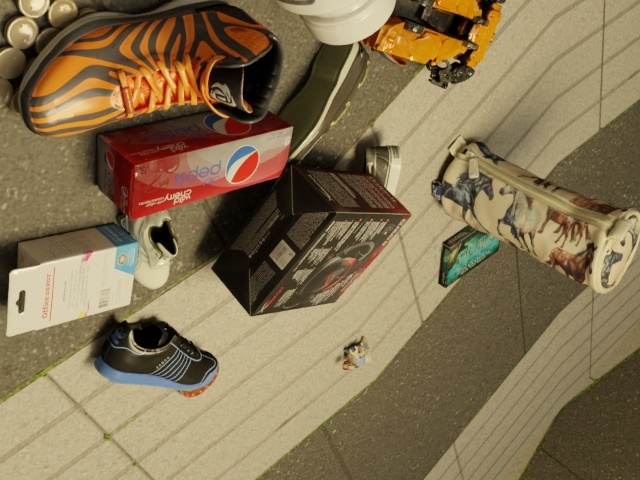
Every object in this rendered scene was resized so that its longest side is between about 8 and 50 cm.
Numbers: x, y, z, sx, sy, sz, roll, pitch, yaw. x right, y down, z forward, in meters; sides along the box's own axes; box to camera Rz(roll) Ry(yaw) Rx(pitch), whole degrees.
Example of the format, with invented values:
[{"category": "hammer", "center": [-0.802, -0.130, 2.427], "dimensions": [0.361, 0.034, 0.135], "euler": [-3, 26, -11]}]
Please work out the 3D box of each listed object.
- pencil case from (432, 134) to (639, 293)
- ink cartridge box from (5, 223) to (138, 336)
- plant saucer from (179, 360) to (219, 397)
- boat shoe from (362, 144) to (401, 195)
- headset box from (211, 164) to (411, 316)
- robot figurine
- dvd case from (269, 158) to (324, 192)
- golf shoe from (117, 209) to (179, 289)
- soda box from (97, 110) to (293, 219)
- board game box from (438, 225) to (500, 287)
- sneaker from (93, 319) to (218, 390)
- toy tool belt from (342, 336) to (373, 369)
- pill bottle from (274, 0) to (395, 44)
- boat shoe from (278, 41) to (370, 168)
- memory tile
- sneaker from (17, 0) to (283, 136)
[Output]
[{"category": "pencil case", "center": [0.408, -0.053, 1.595], "dimensions": [0.160, 0.410, 0.183], "euler": [-51, 139, -7]}, {"category": "ink cartridge box", "center": [-0.337, 0.049, 1.107], "dimensions": [0.181, 0.061, 0.104], "euler": [-15, 129, -43]}, {"category": "plant saucer", "center": [-0.211, 0.233, 1.454], "dimensions": [0.083, 0.013, 0.083], "euler": [-31, 140, -31]}, {"category": "boat shoe", "center": [0.090, -0.078, 1.503], "dimensions": [0.070, 0.078, 0.219], "euler": [0, 130, -10]}, {"category": "headset box", "center": [0.000, 0.000, 1.350], "dimensions": [0.218, 0.110, 0.293], "euler": [-50, 158, 22]}, {"category": "robot figurine", "center": [0.189, -0.359, 1.361], "dimensions": [0.291, 0.085, 0.211], "euler": [0, 119, -49]}, {"category": "dvd case", "center": [-0.031, -0.089, 1.394], "dimensions": [0.119, 0.013, 0.087], "euler": [17, 105, -55]}, {"category": "golf shoe", "center": [-0.233, 0.015, 1.182], "dimensions": [0.069, 0.086, 0.176], "euler": [-35, 142, -29]}, {"category": "soda box", "center": [-0.166, -0.113, 1.144], "dimensions": [0.263, 0.092, 0.083], "euler": [-20, 135, -39]}, {"category": "board game box", "center": [0.341, 0.015, 1.907], "dimensions": [0.186, 0.026, 0.126], "euler": [-32, 140, -29]}, {"category": "sneaker", "center": [-0.236, 0.174, 1.315], "dimensions": [0.232, 0.081, 0.090], "euler": [12, 117, -52]}, {"category": "toy tool belt", "center": [0.073, 0.235, 1.768], "dimensions": [0.083, 0.052, 0.051], "euler": [-16, 99, -46]}, {"category": "pill bottle", "center": [-0.014, -0.388, 1.018], "dimensions": [0.176, 0.176, 0.318], "euler": [-49, 145, -8]}, {"category": "boat shoe", "center": [0.002, -0.201, 1.276], "dimensions": [0.069, 0.081, 0.227], "euler": [30, 92, -51]}, {"category": "memory tile", "center": [-0.315, -0.208, 0.959], "dimensions": [0.113, 0.012, 0.148], "euler": [12, 109, -53]}, {"category": "sneaker", "center": [-0.174, -0.191, 0.976], "dimensions": [0.321, 0.180, 0.124], "euler": [-36, 144, -30]}]
